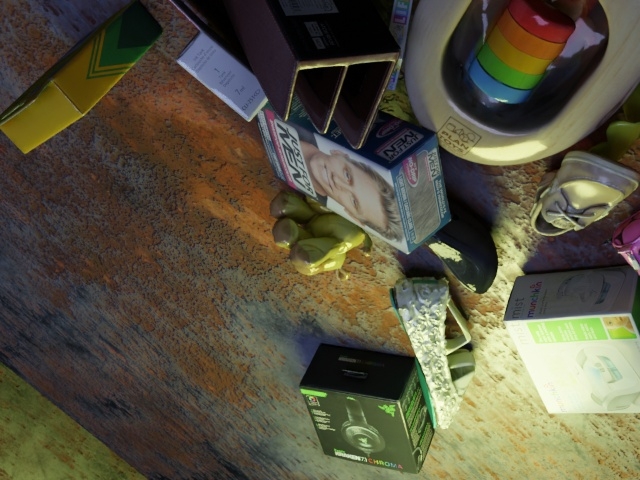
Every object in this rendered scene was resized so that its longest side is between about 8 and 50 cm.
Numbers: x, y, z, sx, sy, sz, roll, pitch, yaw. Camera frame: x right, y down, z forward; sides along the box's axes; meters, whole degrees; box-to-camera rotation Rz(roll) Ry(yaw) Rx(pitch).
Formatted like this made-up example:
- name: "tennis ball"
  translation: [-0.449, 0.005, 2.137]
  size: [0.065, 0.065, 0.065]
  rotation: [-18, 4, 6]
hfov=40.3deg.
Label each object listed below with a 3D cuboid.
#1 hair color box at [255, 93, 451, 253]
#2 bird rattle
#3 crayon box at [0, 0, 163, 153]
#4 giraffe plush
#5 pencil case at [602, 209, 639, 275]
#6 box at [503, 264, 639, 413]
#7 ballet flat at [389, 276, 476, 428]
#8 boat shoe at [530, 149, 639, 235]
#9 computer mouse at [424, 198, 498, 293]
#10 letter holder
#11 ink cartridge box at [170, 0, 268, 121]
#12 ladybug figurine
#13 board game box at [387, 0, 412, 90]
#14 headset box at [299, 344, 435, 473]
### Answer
- name: "hair color box"
  translation: [0.044, -0.134, 1.425]
  size: [0.347, 0.105, 0.174]
  rotation: [31, 150, 42]
- name: "bird rattle"
  translation: [0.524, -0.129, 1.213]
  size: [0.253, 0.143, 0.207]
  rotation: [24, 173, 45]
- name: "crayon box"
  translation: [-0.429, -0.271, 1.509]
  size: [0.202, 0.318, 0.081]
  rotation: [-18, 120, 42]
- name: "giraffe plush"
  translation: [0.000, 0.000, 1.682]
  size: [0.210, 0.181, 0.170]
  rotation: [-2, 153, -15]
- name: "pencil case"
  translation: [0.563, 0.046, 1.416]
  size: [0.209, 0.098, 0.095]
  rotation: [41, 138, -14]
- name: "box"
  translation: [0.490, 0.183, 1.579]
  size: [0.231, 0.127, 0.262]
  rotation: [-8, 128, 33]
- name: "ballet flat"
  translation: [0.248, 0.234, 1.777]
  size: [0.147, 0.147, 0.409]
  rotation: [4, 134, 28]
- name: "boat shoe"
  translation: [0.383, -0.060, 1.300]
  size: [0.109, 0.098, 0.302]
  rotation: [25, 175, 0]
- name: "computer mouse"
  translation: [0.234, -0.011, 1.520]
  size: [0.072, 0.188, 0.272]
  rotation: [-30, 122, 31]
- name: "letter holder"
  translation: [-0.037, -0.290, 1.264]
  size: [0.214, 0.152, 0.302]
  rotation: [110, 143, -51]
- name: "ink cartridge box"
  translation: [-0.195, -0.312, 1.369]
  size: [0.261, 0.296, 0.066]
  rotation: [40, 97, -15]
- name: "ladybug figurine"
  translation: [0.286, -0.284, 1.193]
  size: [0.305, 0.162, 0.449]
  rotation: [33, 140, -2]
- name: "board game box"
  translation: [0.112, -0.308, 1.255]
  size: [0.026, 0.154, 0.103]
  rotation: [11, 165, 1]
- name: "headset box"
  translation: [0.109, 0.378, 1.995]
  size: [0.246, 0.131, 0.283]
  rotation: [6, 133, 25]
